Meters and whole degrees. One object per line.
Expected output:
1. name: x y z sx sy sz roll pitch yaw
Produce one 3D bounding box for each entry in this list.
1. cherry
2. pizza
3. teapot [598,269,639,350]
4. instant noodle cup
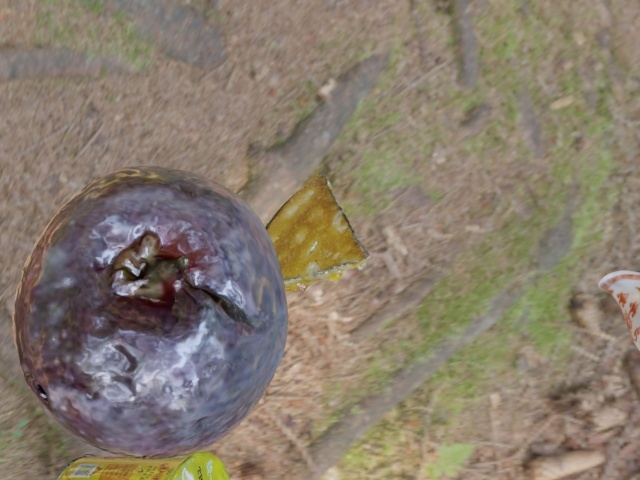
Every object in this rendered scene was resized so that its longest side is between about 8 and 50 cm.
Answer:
1. cherry: -0.107 0.054 0.845 0.195 0.195 0.195 4 77 -18
2. pizza: 0.000 0.000 1.455 0.036 0.176 0.185 49 55 -42
3. teapot: 0.400 0.086 1.259 0.245 0.159 0.116 3 57 -1
4. instant noodle cup: -0.192 0.299 1.317 0.144 0.182 0.182 4 74 22
